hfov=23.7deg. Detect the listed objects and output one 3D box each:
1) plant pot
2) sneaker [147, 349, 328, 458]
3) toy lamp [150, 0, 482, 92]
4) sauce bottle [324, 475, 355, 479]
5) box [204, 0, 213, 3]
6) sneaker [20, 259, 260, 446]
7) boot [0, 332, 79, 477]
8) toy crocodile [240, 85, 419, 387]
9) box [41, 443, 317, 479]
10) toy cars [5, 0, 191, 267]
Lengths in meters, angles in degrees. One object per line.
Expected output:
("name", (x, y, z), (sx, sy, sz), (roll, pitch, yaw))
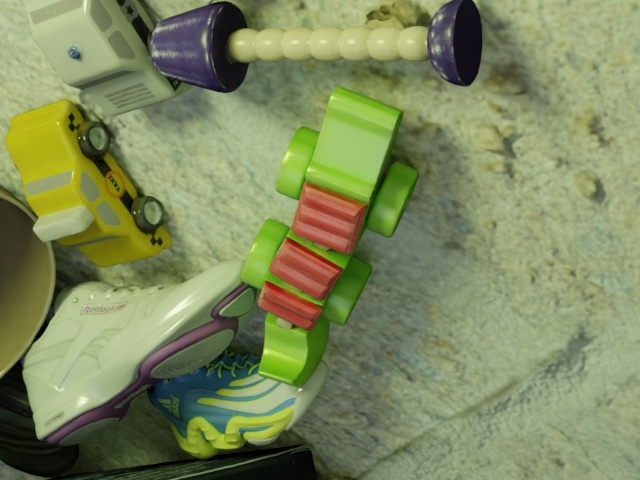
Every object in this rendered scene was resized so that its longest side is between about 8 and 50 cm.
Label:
("plant pot", (-0.435, 0.021, 1.517), (0.191, 0.284, 0.284), (43, 150, 39))
("sneaker", (-0.101, 0.152, 1.573), (0.126, 0.091, 0.240), (43, 136, -15))
("toy lamp", (-0.010, -0.159, 1.241), (0.274, 0.080, 0.080), (2, 131, 26))
("sauce bottle", (-0.013, 0.293, 1.701), (0.128, 0.042, 0.042), (-21, 119, 41))
("box", (-0.061, -0.280, 1.180), (0.114, 0.036, 0.207), (44, 135, -17))
("sneaker", (-0.197, 0.084, 1.534), (0.305, 0.114, 0.152), (-33, 69, 23))
("boot", (-0.426, 0.151, 1.724), (0.338, 0.118, 0.223), (32, 146, 6))
("toy crocodile", (0.000, 0.000, 1.367), (0.115, 0.105, 0.341), (25, 137, 2))
("box", (-0.230, 0.361, 1.648), (0.395, 0.293, 0.212), (-13, 85, 34))
("toy cars", (-0.216, -0.106, 1.386), (0.176, 0.087, 0.394), (20, 137, 7))
